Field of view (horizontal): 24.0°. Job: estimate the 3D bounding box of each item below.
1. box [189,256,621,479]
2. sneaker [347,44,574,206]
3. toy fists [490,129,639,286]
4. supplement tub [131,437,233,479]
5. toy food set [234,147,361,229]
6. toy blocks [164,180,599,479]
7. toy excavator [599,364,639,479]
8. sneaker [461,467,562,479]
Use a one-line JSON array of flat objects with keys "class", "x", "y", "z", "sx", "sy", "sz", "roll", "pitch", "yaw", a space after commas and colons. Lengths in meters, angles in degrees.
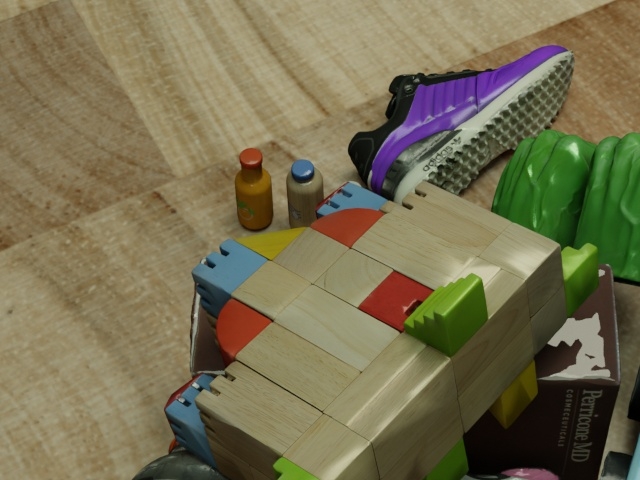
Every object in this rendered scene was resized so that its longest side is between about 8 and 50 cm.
[{"class": "box", "x": 0.078, "y": 0.124, "z": 1.416, "sx": 0.381, "sy": 0.191, "sz": 0.143, "roll": -1, "pitch": 53, "yaw": 3}, {"class": "sneaker", "x": 0.150, "y": -0.151, "z": 1.673, "sx": 0.293, "sy": 0.102, "sz": 0.146, "roll": -37, "pitch": 59, "yaw": -23}, {"class": "toy fists", "x": 0.271, "y": -0.034, "z": 1.493, "sx": 0.096, "sy": 0.279, "sz": 0.142, "roll": 14, "pitch": 89, "yaw": -28}, {"class": "supplement tub", "x": -0.103, "y": 0.325, "z": 1.259, "sx": 0.207, "sy": 0.207, "sz": 0.338, "roll": 14, "pitch": 55, "yaw": 13}, {"class": "toy food set", "x": 0.000, "y": 0.000, "z": 1.563, "sx": 0.111, "sy": 0.104, "sz": 0.232, "roll": -23, "pitch": 55, "yaw": -14}, {"class": "toy blocks", "x": 0.012, "y": 0.074, "z": 1.249, "sx": 0.261, "sy": 0.190, "sz": 0.381, "roll": 27, "pitch": 57, "yaw": 34}, {"class": "toy excavator", "x": 0.328, "y": 0.210, "z": 1.189, "sx": 0.222, "sy": 0.445, "sz": 0.433, "roll": 16, "pitch": 71, "yaw": 14}, {"class": "sneaker", "x": 0.137, "y": 0.255, "z": 1.391, "sx": 0.178, "sy": 0.072, "sz": 0.077, "roll": -5, "pitch": 63, "yaw": 6}]
